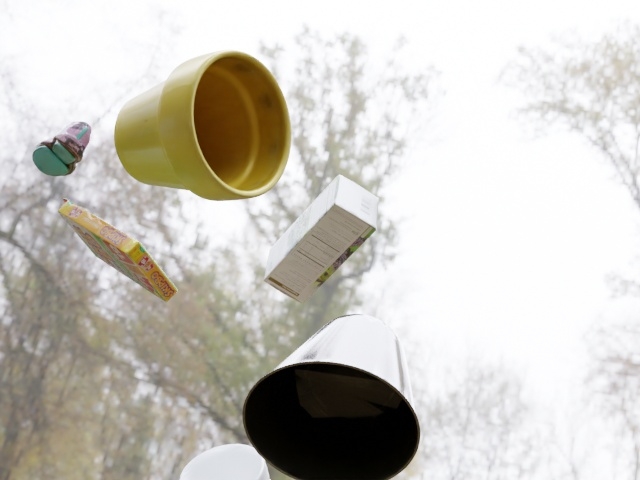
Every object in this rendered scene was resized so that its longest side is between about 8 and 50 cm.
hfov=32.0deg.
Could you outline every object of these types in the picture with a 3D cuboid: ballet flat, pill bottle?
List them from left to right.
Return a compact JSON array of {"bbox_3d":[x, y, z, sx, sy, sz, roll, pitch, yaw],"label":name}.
[{"bbox_3d":[-0.436,-0.162,1.932,0.077,0.079,0.221,47,-23,-13],"label":"ballet flat"},{"bbox_3d":[-0.116,0.460,1.704,0.162,0.162,0.278,0,-60,26],"label":"pill bottle"}]

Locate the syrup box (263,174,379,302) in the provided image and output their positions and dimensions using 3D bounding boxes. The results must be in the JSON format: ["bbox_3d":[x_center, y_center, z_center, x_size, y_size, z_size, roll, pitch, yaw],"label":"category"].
[{"bbox_3d":[0.000,0.000,2.061,0.096,0.093,0.237,31,-54,-17],"label":"syrup box"}]

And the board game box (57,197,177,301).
[{"bbox_3d":[-0.344,0.012,1.854,0.259,0.039,0.124,29,-22,47],"label":"board game box"}]

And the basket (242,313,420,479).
[{"bbox_3d":[0.032,0.183,1.368,0.204,0.154,0.227,8,15,9],"label":"basket"}]

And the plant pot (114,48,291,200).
[{"bbox_3d":[-0.219,-0.186,1.934,0.239,0.254,0.254,-6,-35,38],"label":"plant pot"}]
